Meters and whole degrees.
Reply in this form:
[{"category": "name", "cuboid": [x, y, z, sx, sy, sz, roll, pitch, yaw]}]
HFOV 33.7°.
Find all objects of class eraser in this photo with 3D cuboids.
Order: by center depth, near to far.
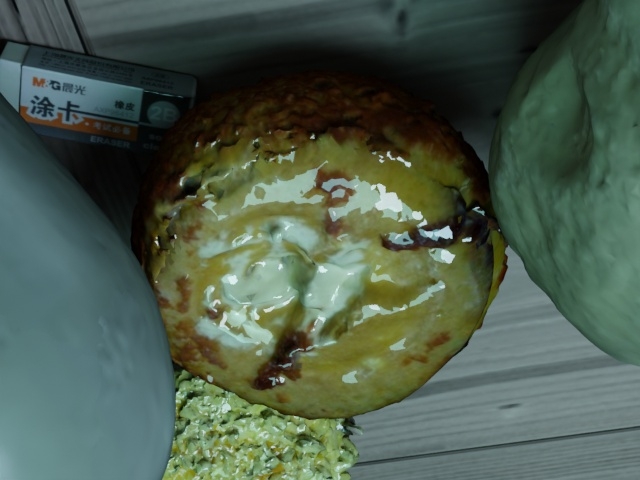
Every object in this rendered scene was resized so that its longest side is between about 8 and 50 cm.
[{"category": "eraser", "cuboid": [-0.141, -0.088, 0.668, 0.122, 0.029, 0.052, 10, 129, -9]}]

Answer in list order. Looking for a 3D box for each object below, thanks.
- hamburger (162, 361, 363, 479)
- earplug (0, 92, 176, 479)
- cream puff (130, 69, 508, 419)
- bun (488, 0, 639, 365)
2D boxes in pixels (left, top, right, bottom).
[{"category": "hamburger", "cuboid": [-0.096, 0.156, 0.797, 0.262, 0.138, 0.243, -10, 129, 7]}, {"category": "earplug", "cuboid": [-0.263, 0.040, 0.522, 0.313, 0.312, 0.394, -35, 102, 25]}, {"category": "cream puff", "cuboid": [0.000, -0.001, 0.655, 0.240, 0.164, 0.240, 3, 119, 5]}, {"category": "bun", "cuboid": [0.246, -0.082, 0.521, 0.360, 0.211, 0.359, -23, 165, -7]}]
